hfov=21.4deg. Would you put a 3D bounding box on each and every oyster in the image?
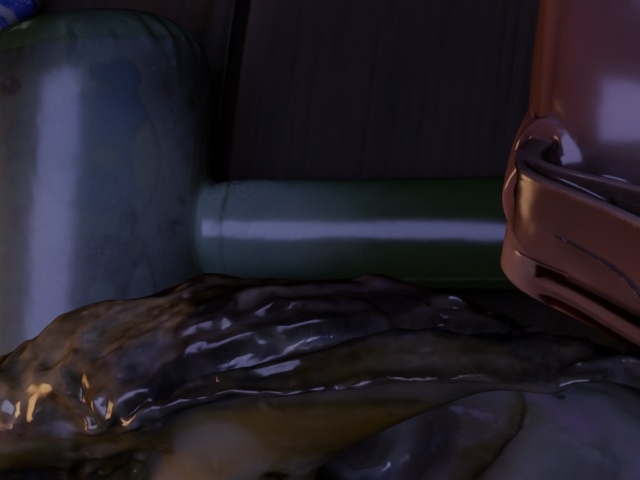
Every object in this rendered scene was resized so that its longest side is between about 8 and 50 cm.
[{"bbox_3d":[0.030,0.076,0.650,0.275,0.271,0.100,-32,39,23],"label":"oyster"}]

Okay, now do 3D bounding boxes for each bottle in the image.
[{"bbox_3d":[0.213,-0.028,0.581,0.297,0.206,0.173,6,124,5],"label":"bottle"}]

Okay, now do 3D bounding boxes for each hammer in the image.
[{"bbox_3d":[0.000,0.000,0.728,0.335,0.119,0.206,-1,87,11],"label":"hammer"}]

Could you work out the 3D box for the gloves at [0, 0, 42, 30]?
[{"bbox_3d":[-0.223,-0.101,0.814,0.119,0.097,0.229,40,93,-14],"label":"gloves"}]
